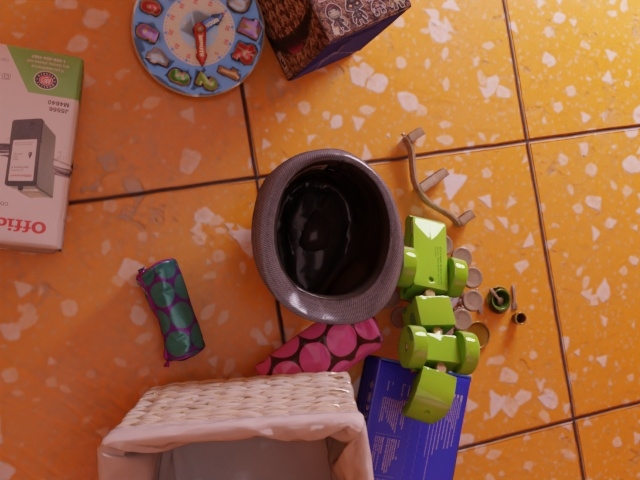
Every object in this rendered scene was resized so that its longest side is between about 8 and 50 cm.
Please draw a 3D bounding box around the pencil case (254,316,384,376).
[{"bbox_3d":[0.004,0.181,1.279,0.209,0.095,0.098,-35,62,-14],"label":"pencil case"}]

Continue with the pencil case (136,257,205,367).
[{"bbox_3d":[-0.225,0.106,1.225,0.070,0.064,0.152,-22,93,-33],"label":"pencil case"}]

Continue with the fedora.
[{"bbox_3d":[0.000,0.000,1.268,0.243,0.124,0.276,3,77,-19],"label":"fedora"}]

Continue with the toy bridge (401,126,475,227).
[{"bbox_3d":[0.187,-0.101,1.385,0.063,0.026,0.188,-35,97,-15],"label":"toy bridge"}]

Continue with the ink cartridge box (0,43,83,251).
[{"bbox_3d":[-0.446,-0.126,1.143,0.198,0.115,0.273,7,85,-17],"label":"ink cartridge box"}]

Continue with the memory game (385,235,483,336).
[{"bbox_3d":[0.185,0.078,1.368,0.186,0.012,0.186,2,79,-11],"label":"memory game"}]

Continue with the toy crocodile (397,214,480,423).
[{"bbox_3d":[0.167,0.114,1.287,0.115,0.105,0.341,8,60,-18],"label":"toy crocodile"}]

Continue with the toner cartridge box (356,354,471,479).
[{"bbox_3d":[0.124,0.370,1.311,0.165,0.075,0.348,14,83,-16],"label":"toner cartridge box"}]

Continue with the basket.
[{"bbox_3d":[-0.096,0.364,1.094,0.331,0.266,0.329,-5,96,-1],"label":"basket"}]

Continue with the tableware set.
[{"bbox_3d":[0.280,0.133,1.401,0.154,0.024,0.104,-6,89,-18],"label":"tableware set"}]

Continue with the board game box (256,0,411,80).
[{"bbox_3d":[-0.022,-0.422,1.232,0.141,0.232,0.291,-27,94,-16],"label":"board game box"}]

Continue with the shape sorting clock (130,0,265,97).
[{"bbox_3d":[-0.187,-0.324,1.264,0.206,0.040,0.206,-1,95,-14],"label":"shape sorting clock"}]
